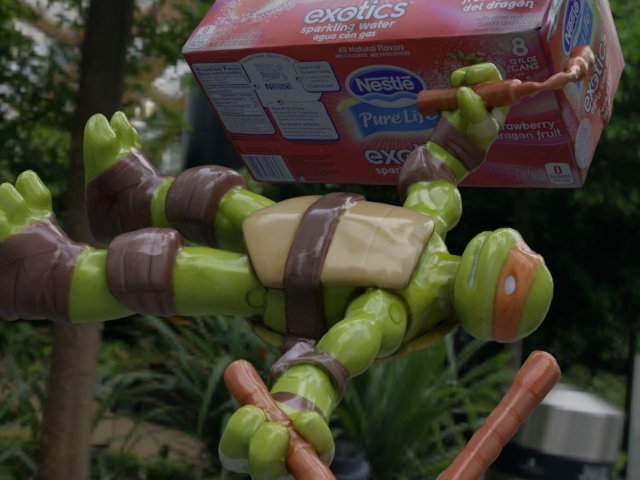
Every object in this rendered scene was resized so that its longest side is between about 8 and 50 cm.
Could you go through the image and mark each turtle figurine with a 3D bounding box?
[{"bbox_3d":[0.000,0.000,0.422,0.217,0.087,0.269,10,44,21],"label":"turtle figurine"}]

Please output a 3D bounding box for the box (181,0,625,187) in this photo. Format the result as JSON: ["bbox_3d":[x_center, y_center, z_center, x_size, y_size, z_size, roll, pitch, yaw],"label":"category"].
[{"bbox_3d":[0.056,-0.121,0.732,0.256,0.123,0.128,3,-41,32],"label":"box"}]

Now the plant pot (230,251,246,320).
[{"bbox_3d":[-0.014,0.047,1.007,0.134,0.134,0.095,7,41,-52],"label":"plant pot"}]
